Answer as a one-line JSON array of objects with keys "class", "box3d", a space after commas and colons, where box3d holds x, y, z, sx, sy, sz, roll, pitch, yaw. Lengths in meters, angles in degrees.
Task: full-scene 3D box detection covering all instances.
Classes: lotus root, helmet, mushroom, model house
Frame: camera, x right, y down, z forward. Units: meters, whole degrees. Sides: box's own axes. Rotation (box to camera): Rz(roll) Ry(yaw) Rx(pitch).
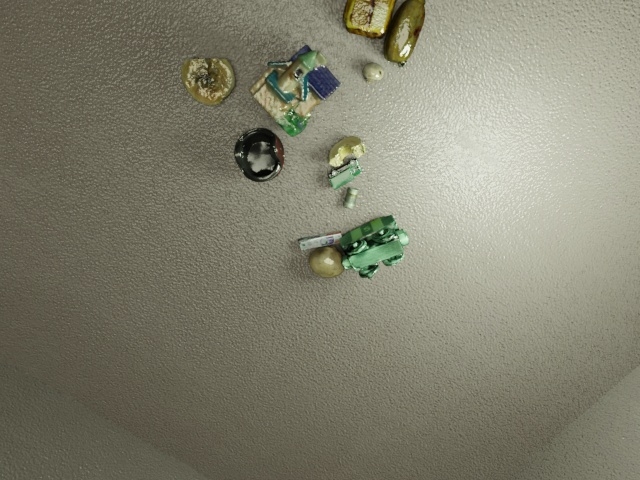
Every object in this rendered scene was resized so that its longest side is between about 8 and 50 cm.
[{"class": "lotus root", "box3d": [0.315, -0.788, 1.590, 0.123, 0.124, 0.241, 15, 107, -6]}, {"class": "helmet", "box3d": [-0.240, -0.344, 1.703, 0.189, 0.193, 0.215, -6, 97, 7]}, {"class": "mushroom", "box3d": [0.206, -0.657, 1.668, 0.085, 0.085, 0.079, 15, 142, -4]}, {"class": "model house", "box3d": [-0.076, -0.572, 1.570, 0.280, 0.312, 0.245, -41, 100, 14]}, {"class": "mushroom", "box3d": [0.033, 0.093, 1.875, 0.166, 0.127, 0.166, 15, 140, 13]}]

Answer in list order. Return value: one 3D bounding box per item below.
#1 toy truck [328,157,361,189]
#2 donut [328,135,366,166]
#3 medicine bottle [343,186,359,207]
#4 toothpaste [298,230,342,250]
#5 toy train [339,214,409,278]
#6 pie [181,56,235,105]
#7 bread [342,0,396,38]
[{"class": "toy truck", "box3d": [0.103, -0.287, 1.785, 0.147, 0.065, 0.079, -31, 107, 10]}, {"class": "donut", "box3d": [0.108, -0.371, 1.742, 0.166, 0.108, 0.065, -24, 131, 17]}, {"class": "medicine bottle", "box3d": [0.133, -0.186, 1.827, 0.047, 0.047, 0.083, 15, 107, -4]}, {"class": "toothpaste", "box3d": [0.000, 0.000, 1.892, 0.196, 0.040, 0.047, -11, 111, 5]}, {"class": "toy train", "box3d": [0.226, 0.026, 1.793, 0.299, 0.238, 0.166, -24, 113, 9]}, {"class": "pie", "box3d": [-0.447, -0.638, 1.688, 0.218, 0.052, 0.185, -4, 113, 4]}, {"class": "bread", "box3d": [0.187, -0.883, 1.575, 0.182, 0.096, 0.222, 15, 106, -2]}]
